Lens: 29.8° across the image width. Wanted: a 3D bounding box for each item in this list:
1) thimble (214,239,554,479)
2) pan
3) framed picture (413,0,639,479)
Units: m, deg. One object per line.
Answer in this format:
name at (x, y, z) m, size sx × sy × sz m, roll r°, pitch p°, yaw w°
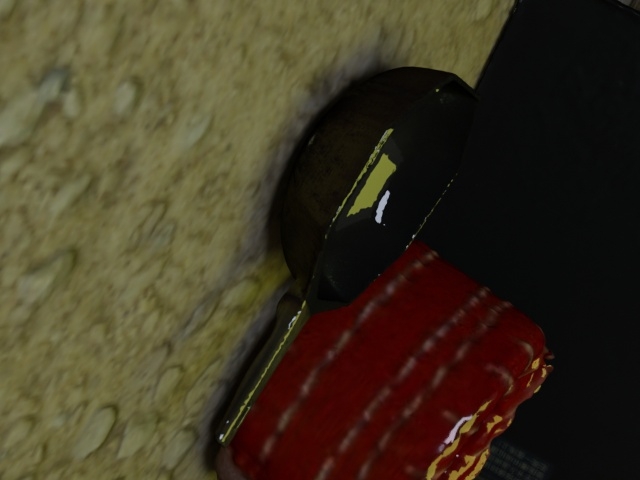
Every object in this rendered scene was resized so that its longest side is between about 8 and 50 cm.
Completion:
thimble at (0.034, 0.099, 0.691) m, size 0.189 × 0.125 × 0.163 m, roll -53°, pitch 164°, yaw -5°
pan at (0.001, -0.011, 0.575) m, size 0.202 × 0.048 × 0.128 m, roll -42°, pitch 154°, yaw -37°
framed picture at (0.172, 0.040, 0.740) m, size 0.338 × 0.255 × 0.014 m, roll -66°, pitch 168°, yaw 23°
